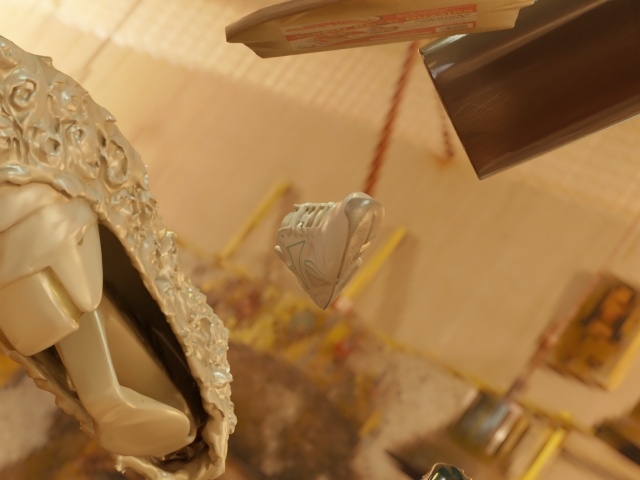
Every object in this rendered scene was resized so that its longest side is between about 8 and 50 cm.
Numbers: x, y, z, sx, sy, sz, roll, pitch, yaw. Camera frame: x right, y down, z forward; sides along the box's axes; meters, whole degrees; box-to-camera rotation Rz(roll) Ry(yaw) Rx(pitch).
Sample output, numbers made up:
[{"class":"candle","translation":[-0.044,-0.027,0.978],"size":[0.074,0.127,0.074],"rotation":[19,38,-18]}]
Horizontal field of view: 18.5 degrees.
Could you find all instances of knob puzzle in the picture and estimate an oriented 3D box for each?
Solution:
[{"class":"knob puzzle","translation":[0.035,-0.148,1.215],"size":[0.213,0.030,0.213],"rotation":[-6,-2,0]}]

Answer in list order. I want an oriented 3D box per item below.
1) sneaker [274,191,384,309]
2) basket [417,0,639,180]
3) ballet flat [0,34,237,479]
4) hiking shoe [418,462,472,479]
[{"class":"sneaker","translation":[0.000,0.000,1.317],"size":[0.061,0.054,0.152],"rotation":[39,-22,4]},{"class":"basket","translation":[0.211,-0.155,1.680],"size":[0.154,0.227,0.204],"rotation":[64,4,-6]},{"class":"ballet flat","translation":[-0.142,0.028,1.134],"size":[0.147,0.147,0.409],"rotation":[26,-17,34]},{"class":"hiking shoe","translation":[-0.023,0.241,1.401],"size":[0.132,0.304,0.113],"rotation":[47,-19,17]}]
